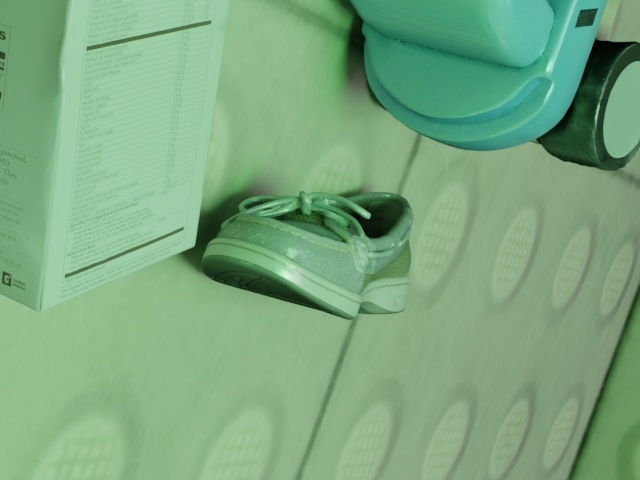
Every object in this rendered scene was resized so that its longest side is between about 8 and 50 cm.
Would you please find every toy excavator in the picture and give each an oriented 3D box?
[{"bbox_3d":[0.115,-0.295,1.079,0.445,0.222,0.432,16,93,-56],"label":"toy excavator"}]

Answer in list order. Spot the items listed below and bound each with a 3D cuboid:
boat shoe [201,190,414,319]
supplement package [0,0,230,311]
[{"bbox_3d":[0.003,0.001,1.168,0.320,0.118,0.103,10,94,-68],"label":"boat shoe"},{"bbox_3d":[-0.139,-0.112,0.773,0.139,0.134,0.244,-25,131,-55],"label":"supplement package"}]
